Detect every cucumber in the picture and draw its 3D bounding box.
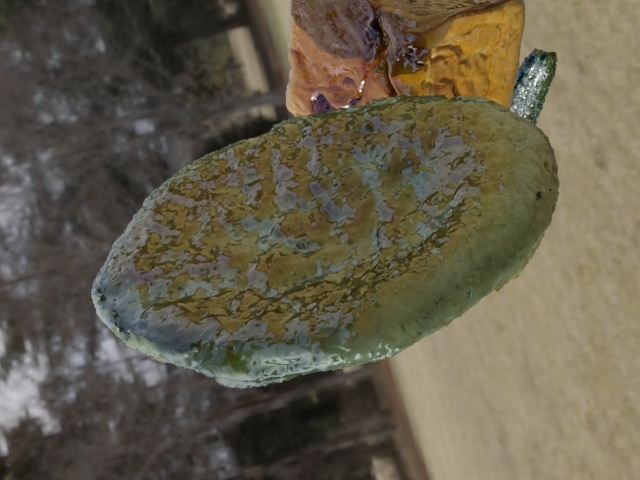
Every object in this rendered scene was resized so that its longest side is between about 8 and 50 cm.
[{"bbox_3d":[0.200,-0.109,1.419,0.256,0.044,0.043,101,160,-52],"label":"cucumber"}]

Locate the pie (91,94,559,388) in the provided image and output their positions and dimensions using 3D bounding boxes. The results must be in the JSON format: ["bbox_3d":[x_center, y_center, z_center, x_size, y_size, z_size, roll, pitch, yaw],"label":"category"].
[{"bbox_3d":[0.000,0.000,0.890,0.323,0.323,0.070,-107,-2,-60],"label":"pie"}]

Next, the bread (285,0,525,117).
[{"bbox_3d":[0.070,-0.139,1.094,0.149,0.158,0.143,30,122,41],"label":"bread"}]
